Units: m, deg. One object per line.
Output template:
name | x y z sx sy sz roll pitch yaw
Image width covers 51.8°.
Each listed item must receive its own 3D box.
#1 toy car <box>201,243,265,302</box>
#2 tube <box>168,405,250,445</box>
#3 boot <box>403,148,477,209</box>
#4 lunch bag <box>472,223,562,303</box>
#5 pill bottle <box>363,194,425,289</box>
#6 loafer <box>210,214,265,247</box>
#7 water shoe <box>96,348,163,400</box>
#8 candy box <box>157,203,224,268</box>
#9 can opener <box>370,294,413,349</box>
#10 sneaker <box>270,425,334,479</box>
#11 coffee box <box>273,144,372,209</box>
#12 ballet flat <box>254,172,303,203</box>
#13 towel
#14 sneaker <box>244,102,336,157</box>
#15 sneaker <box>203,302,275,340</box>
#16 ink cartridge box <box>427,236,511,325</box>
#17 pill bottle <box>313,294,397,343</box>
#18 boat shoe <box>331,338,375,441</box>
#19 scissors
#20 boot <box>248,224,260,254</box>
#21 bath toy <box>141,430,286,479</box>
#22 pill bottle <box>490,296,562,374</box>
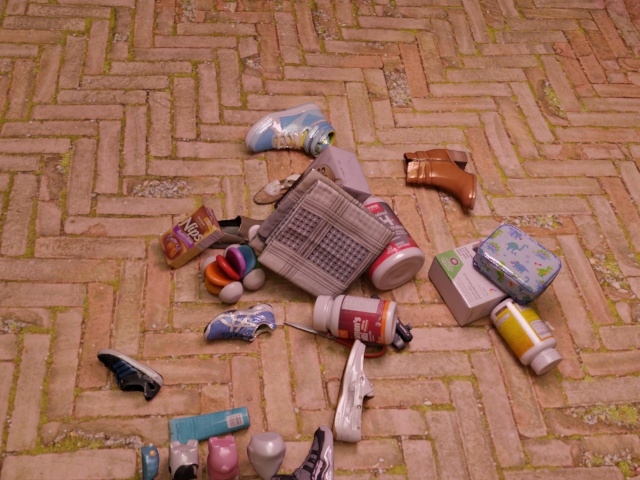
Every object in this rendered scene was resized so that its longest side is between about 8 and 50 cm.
toy car | -0.258 0.079 1.937 0.182 0.136 0.159 -30 61 -23
tube | -0.287 0.478 1.703 0.207 0.052 0.080 -11 51 -6
boot | 0.401 -0.211 2.219 0.220 0.109 0.283 0 52 -7
lunch bag | 0.570 0.064 1.903 0.219 0.090 0.176 40 61 20
pill bottle | 0.166 -0.020 2.020 0.176 0.176 0.318 -21 59 -19
loafer | -0.232 -0.027 2.046 0.251 0.087 0.094 -5 55 -9
water shoe | -0.520 0.356 1.754 0.203 0.073 0.080 22 58 11
candy box | -0.393 -0.012 1.992 0.187 0.053 0.109 -35 59 8
can opener | 0.204 0.229 1.916 0.073 0.059 0.186 -24 60 -20
sneaker | -0.043 0.565 1.607 0.153 0.101 0.268 0 37 1
coffee box | 0.000 -0.123 2.002 0.119 0.297 0.168 13 46 -39
ballet flat | -0.125 -0.182 2.181 0.206 0.067 0.073 -22 59 -19
towel | 0.000 0.000 1.862 0.324 0.312 0.056 36 21 -15
sneaker | -0.086 -0.351 2.273 0.319 0.127 0.208 -28 60 -22
sneaker | -0.225 0.242 1.857 0.211 0.080 0.081 -16 54 -15
ink cartridge box | 0.501 0.108 1.993 0.278 0.117 0.201 -18 58 -18
pill bottle | 0.098 0.217 1.848 0.221 0.121 0.121 6 53 14
boat shoe | 0.098 0.404 1.763 0.096 0.098 0.277 12 63 3
scissors | 0.039 0.280 1.888 0.297 0.021 0.109 4 54 -3
boot | -0.172 0.004 1.971 0.069 0.190 0.086 -36 45 -4
bath toy | -0.257 0.545 1.609 0.348 0.151 0.129 -2 92 -10
pill bottle | 0.591 0.272 1.882 0.117 0.117 0.215 -19 58 -18
